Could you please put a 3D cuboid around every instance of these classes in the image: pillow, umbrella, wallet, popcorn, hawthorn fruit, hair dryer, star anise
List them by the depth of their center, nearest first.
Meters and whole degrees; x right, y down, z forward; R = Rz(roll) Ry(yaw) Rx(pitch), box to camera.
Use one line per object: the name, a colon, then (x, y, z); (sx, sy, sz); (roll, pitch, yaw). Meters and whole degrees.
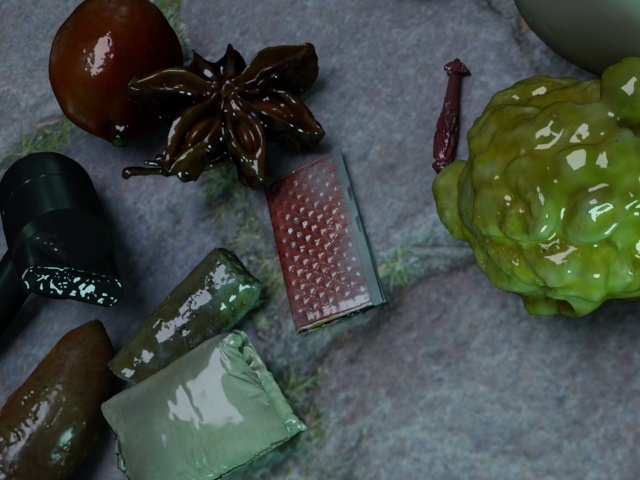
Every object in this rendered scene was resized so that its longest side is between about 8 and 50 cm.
popcorn: (0.223, -0.046, 0.919); (0.242, 0.250, 0.235); (-32, 64, 12)
pillow: (-0.121, 0.181, 1.070); (0.181, 0.078, 0.134); (-30, 78, 9)
umbrella: (0.136, -0.124, 1.135); (0.027, 0.025, 0.165); (-11, 59, 41)
wallet: (0.000, 0.000, 1.146); (0.103, 0.020, 0.196); (-23, 59, 14)
star anise: (-0.102, -0.144, 1.200); (0.220, 0.126, 0.190); (3, 74, 3)
hair dryer: (-0.344, 0.072, 1.206); (0.302, 0.116, 0.244); (-56, 30, 13)
hawthorn fruit: (-0.245, -0.196, 1.271); (0.169, 0.169, 0.188); (-12, 54, 21)

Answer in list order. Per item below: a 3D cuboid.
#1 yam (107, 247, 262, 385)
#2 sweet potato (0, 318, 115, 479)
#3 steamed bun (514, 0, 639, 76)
yam: (-0.141, 0.090, 1.140); (0.179, 0.078, 0.078); (-47, 55, -1)
sweet potato: (-0.324, 0.259, 1.136); (0.109, 0.109, 0.385); (22, 79, 33)
steamed bun: (0.354, -0.289, 0.951); (0.374, 0.241, 0.374); (-41, 24, 22)
